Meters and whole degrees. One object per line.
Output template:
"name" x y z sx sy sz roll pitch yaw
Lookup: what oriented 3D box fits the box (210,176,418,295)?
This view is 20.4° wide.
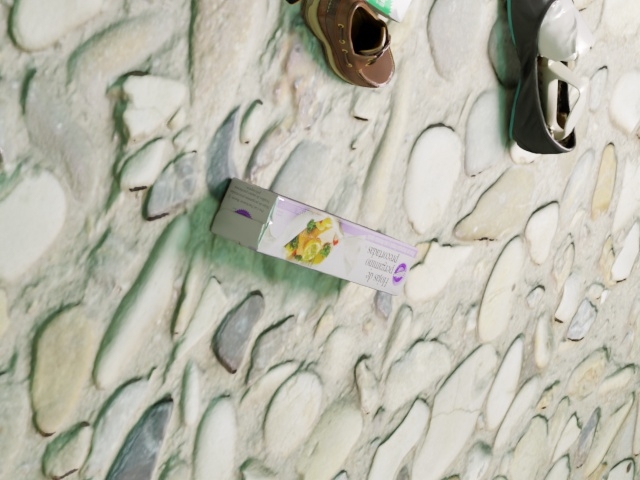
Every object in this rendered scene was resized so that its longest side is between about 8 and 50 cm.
"box" 0.000 0.000 1.922 0.324 0.067 0.063 19 95 -60

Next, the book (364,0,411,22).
"book" 0.081 -0.313 1.874 0.096 0.035 0.144 23 92 -55

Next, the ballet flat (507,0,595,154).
"ballet flat" 0.287 -0.223 2.181 0.095 0.096 0.280 -42 141 -34

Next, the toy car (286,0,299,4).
"toy car" -0.015 -0.289 1.720 0.122 0.060 0.040 -60 -179 2

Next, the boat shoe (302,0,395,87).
"boat shoe" 0.041 -0.205 1.852 0.064 0.060 0.178 -59 149 -11
